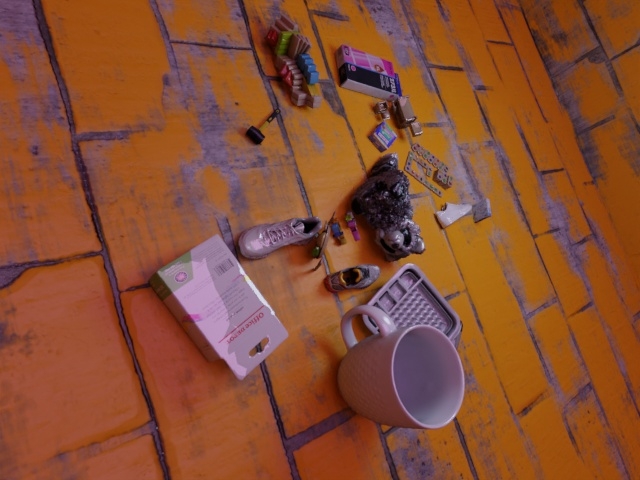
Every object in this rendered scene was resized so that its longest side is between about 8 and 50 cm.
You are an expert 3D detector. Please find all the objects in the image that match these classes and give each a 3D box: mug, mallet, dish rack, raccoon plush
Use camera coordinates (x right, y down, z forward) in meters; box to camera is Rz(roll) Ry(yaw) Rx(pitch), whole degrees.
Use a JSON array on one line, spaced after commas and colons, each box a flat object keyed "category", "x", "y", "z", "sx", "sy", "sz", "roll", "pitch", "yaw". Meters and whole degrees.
[{"category": "mug", "x": 0.189, "y": 0.369, "z": 1.296, "sx": 0.276, "sy": 0.328, "sz": 0.373, "roll": -25, "pitch": 87, "yaw": -38}, {"category": "mallet", "x": -0.185, "y": -0.404, "z": 1.513, "sx": 0.062, "sy": 0.039, "sz": 0.189, "roll": 47, "pitch": 50, "yaw": -9}, {"category": "dish rack", "x": 0.317, "y": 0.279, "z": 1.537, "sx": 0.285, "sy": 0.072, "sz": 0.332, "roll": -44, "pitch": 100, "yaw": -17}, {"category": "raccoon plush", "x": 0.310, "y": -0.131, "z": 1.653, "sx": 0.299, "sy": 0.216, "sz": 0.446, "roll": 57, "pitch": 45, "yaw": -23}]

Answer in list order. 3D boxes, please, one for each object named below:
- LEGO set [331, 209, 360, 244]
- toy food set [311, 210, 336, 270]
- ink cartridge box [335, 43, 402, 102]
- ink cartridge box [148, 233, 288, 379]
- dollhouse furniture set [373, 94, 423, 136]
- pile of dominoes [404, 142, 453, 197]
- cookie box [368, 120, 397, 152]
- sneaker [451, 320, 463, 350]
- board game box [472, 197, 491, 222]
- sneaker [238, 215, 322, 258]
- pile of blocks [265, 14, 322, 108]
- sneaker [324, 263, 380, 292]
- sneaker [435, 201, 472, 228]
[{"category": "LEGO set", "x": 0.089, "y": -0.032, "z": 1.510, "sx": 0.227, "sy": 0.087, "sz": 0.093, "roll": -77, "pitch": 147, "yaw": -75}, {"category": "toy food set", "x": 0.000, "y": 0.000, "z": 1.433, "sx": 0.039, "sy": 0.132, "sz": 0.191, "roll": 18, "pitch": 70, "yaw": -6}, {"category": "ink cartridge box", "x": 0.237, "y": -0.721, "z": 1.893, "sx": 0.371, "sy": 0.069, "sz": 0.175, "roll": 4, "pitch": 71, "yaw": -35}, {"category": "ink cartridge box", "x": -0.274, "y": 0.187, "z": 1.182, "sx": 0.207, "sy": 0.119, "sz": 0.353, "roll": -38, "pitch": 95, "yaw": -37}, {"category": "dollhouse furniture set", "x": 0.330, "y": -0.516, "z": 1.882, "sx": 0.161, "sy": 0.101, "sz": 0.181, "roll": -16, "pitch": 82, "yaw": -12}, {"category": "pile of dominoes", "x": 0.497, "y": -0.328, "z": 1.935, "sx": 0.251, "sy": 0.040, "sz": 0.195, "roll": 32, "pitch": 58, "yaw": -21}, {"category": "cookie box", "x": 0.264, "y": -0.438, "z": 1.818, "sx": 0.092, "sy": 0.040, "sz": 0.107, "roll": 46, "pitch": 55, "yaw": -13}, {"category": "sneaker", "x": 0.468, "y": 0.410, "z": 1.624, "sx": 0.108, "sy": 0.100, "sz": 0.271, "roll": 54, "pitch": 55, "yaw": -24}, {"category": "board game box", "x": 0.750, "y": -0.138, "z": 2.003, "sx": 0.020, "sy": 0.090, "sz": 0.089, "roll": 13, "pitch": 67, "yaw": -25}, {"category": "sneaker", "x": -0.123, "y": -0.022, "z": 1.364, "sx": 0.292, "sy": 0.118, "sz": 0.109, "roll": -19, "pitch": 86, "yaw": -35}, {"category": "pile of blocks", "x": -0.104, "y": -0.657, "z": 1.585, "sx": 0.113, "sy": 0.149, "sz": 0.361, "roll": -24, "pitch": 88, "yaw": -37}, {"category": "sneaker", "x": 0.129, "y": 0.129, "z": 1.490, "sx": 0.225, "sy": 0.093, "sz": 0.087, "roll": -13, "pitch": 81, "yaw": -37}, {"category": "sneaker", "x": 0.592, "y": -0.136, "z": 1.912, "sx": 0.212, "sy": 0.080, "sz": 0.094, "roll": -28, "pitch": 78, "yaw": -36}]
